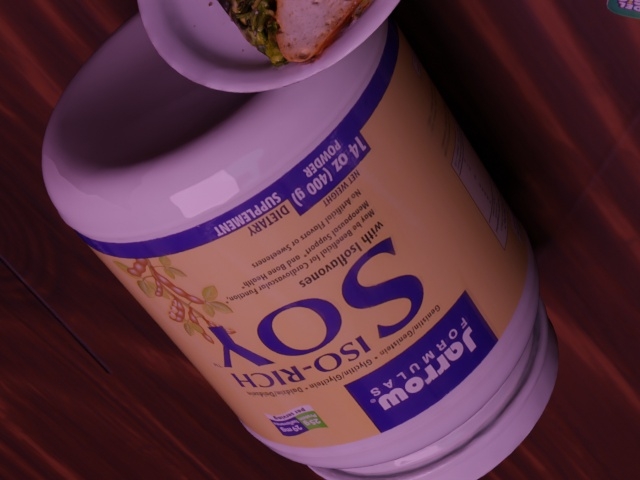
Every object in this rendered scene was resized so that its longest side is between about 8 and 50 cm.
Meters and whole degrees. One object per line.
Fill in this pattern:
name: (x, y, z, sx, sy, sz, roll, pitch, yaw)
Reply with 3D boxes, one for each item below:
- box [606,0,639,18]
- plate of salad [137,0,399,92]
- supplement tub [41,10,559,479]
box: (0.225, -0.191, 0.789, 0.105, 0.043, 0.179, 14, 138, 8)
plate of salad: (-0.028, -0.179, 0.795, 0.199, 0.200, 0.048, -7, 161, 30)
supplement tub: (0.000, 0.000, 0.949, 0.241, 0.241, 0.331, -11, 131, 33)
